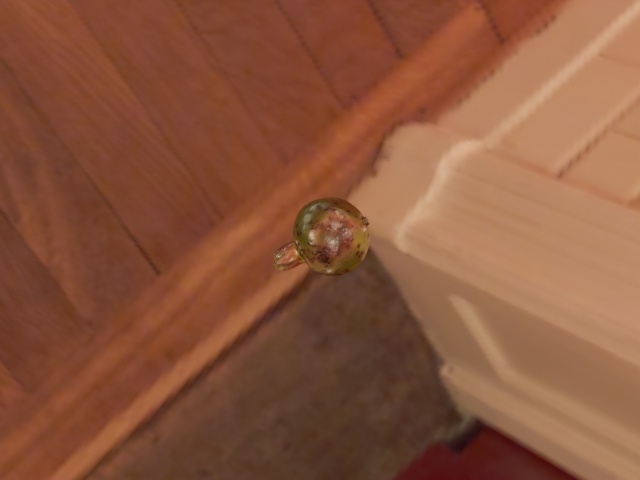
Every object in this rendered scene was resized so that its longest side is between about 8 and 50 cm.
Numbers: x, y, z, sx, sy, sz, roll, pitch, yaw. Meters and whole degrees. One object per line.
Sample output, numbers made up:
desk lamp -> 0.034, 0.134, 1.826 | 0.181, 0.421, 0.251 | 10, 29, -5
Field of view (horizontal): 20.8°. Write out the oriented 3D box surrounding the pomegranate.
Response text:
pomegranate -> 0.000, -0.002, 1.523 | 0.084, 0.073, 0.073 | -11, 111, -16
